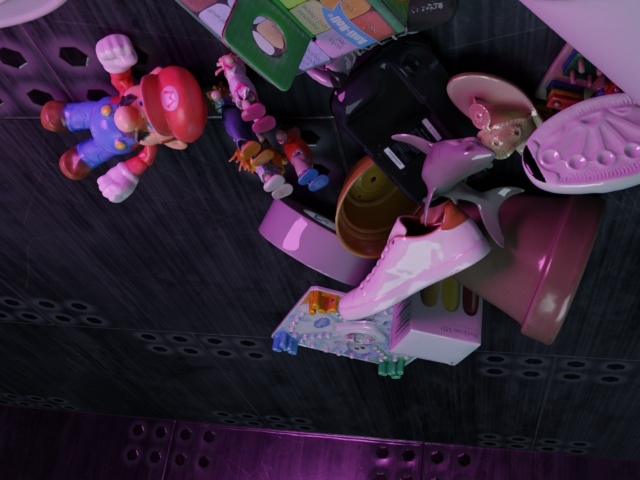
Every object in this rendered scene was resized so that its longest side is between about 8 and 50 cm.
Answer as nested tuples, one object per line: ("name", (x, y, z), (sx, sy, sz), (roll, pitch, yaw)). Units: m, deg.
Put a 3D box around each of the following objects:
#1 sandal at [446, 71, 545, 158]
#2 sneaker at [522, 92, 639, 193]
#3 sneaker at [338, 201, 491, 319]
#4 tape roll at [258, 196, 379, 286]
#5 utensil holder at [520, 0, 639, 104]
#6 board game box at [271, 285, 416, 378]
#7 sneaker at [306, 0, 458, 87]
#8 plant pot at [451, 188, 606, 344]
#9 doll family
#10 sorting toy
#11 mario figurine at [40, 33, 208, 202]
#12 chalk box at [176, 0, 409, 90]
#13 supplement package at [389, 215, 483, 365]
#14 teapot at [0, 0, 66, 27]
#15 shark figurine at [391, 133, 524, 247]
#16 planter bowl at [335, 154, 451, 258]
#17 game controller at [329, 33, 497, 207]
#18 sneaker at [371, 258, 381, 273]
("sandal", (0.271, -0.144, 1.097), (0.240, 0.079, 0.088), (29, 144, -33))
("sneaker", (0.433, -0.111, 1.071), (0.322, 0.130, 0.236), (-22, 157, 4))
("sneaker", (0.131, 0.030, 1.292), (0.290, 0.106, 0.123), (-32, 94, 27))
("tape roll", (0.000, 0.000, 1.414), (0.219, 0.072, 0.219), (28, -173, -4))
("utensil holder", (0.357, -0.264, 0.678), (0.385, 0.328, 0.327), (27, 147, -35))
("board game box", (0.102, 0.251, 2.016), (0.390, 0.050, 0.390), (15, 151, -12))
("sneaker", (0.059, -0.249, 0.989), (0.228, 0.132, 0.086), (-2, 151, 21))
("plant pot", (0.332, 0.018, 1.341), (0.229, 0.263, 0.263), (20, 156, 16))
("doll family", (-0.108, -0.164, 1.185), (0.118, 0.163, 0.263), (-34, 140, 8))
("sorting toy", (0.381, -0.217, 1.055), (0.132, 0.046, 0.274), (11, 152, -5))
("mario figurine", (-0.314, -0.180, 1.184), (0.320, 0.170, 0.198), (-10, 141, 38))
("chalk box", (-0.025, -0.288, 0.770), (0.179, 0.289, 0.180), (-14, 145, 36))
("supplement package", (0.221, 0.091, 1.470), (0.139, 0.244, 0.134), (12, 152, -7))
("teapot", (-0.401, -0.358, 0.872), (0.256, 0.187, 0.252), (-14, 177, 6))
("shark figurine", (0.187, -0.067, 1.130), (0.166, 0.116, 0.278), (13, 170, 25))
("planter bowl", (0.105, -0.081, 1.300), (0.217, 0.090, 0.217), (-16, 132, -18))
("game controller", (0.147, -0.164, 1.157), (0.166, 0.067, 0.319), (-30, 138, 18))
("sneaker", (0.054, 0.035, 1.578), (0.228, 0.087, 0.092), (30, 180, -11))
